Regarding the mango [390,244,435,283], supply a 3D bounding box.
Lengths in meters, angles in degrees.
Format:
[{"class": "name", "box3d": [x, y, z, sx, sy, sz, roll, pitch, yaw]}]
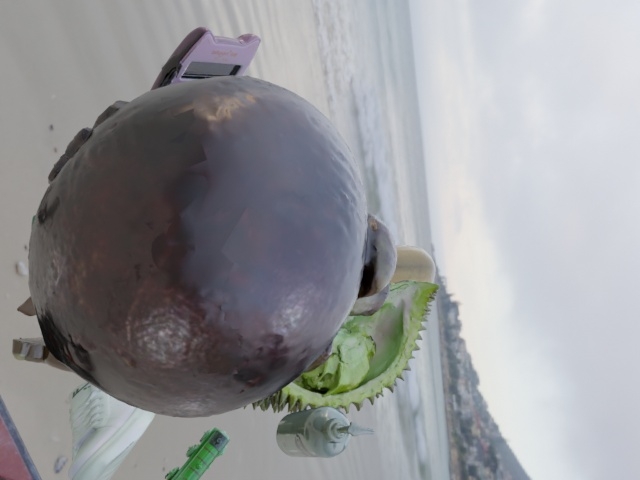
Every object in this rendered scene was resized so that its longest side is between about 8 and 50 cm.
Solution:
[{"class": "mango", "box3d": [0.140, 0.063, 1.067, 0.195, 0.137, 0.098, 28, 23, -53]}]

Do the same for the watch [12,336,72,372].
[{"class": "watch", "box3d": [-0.691, 0.223, 1.689, 0.314, 0.335, 0.327, 84, 19, -81]}]

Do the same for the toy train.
[{"class": "toy train", "box3d": [-0.325, 0.586, 1.445, 0.251, 0.085, 0.119, -49, -177, -30]}]

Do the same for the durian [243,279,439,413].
[{"class": "durian", "box3d": [0.006, 0.163, 0.845, 0.157, 0.355, 0.169, 29, -51, 59]}]

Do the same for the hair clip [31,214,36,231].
[{"class": "hair clip", "box3d": [-0.531, 0.040, 1.093, 0.124, 0.052, 0.195, 48, -41, 41]}]

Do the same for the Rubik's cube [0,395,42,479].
[{"class": "Rubik's cube", "box3d": [-0.555, 0.322, 0.720, 0.255, 0.260, 0.259, -10, 66, -58]}]

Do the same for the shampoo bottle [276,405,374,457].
[{"class": "shampoo bottle", "box3d": [-0.001, 0.215, 0.636, 0.195, 0.056, 0.056, 132, -39, -63]}]

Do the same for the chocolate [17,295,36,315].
[{"class": "chocolate", "box3d": [-0.897, 0.198, 1.777, 0.064, 0.101, 0.031, 41, 22, -37]}]

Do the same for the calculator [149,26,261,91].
[{"class": "calculator", "box3d": [-0.238, -0.271, 1.042, 0.043, 0.294, 0.194, 50, 32, 11]}]

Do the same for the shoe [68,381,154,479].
[{"class": "shoe", "box3d": [-0.403, 0.326, 1.047, 0.132, 0.160, 0.363, -55, -177, 2]}]

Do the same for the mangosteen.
[{"class": "mangosteen", "box3d": [-0.089, 0.014, 0.480, 0.297, 0.297, 0.293, -75, 143, -61]}]
